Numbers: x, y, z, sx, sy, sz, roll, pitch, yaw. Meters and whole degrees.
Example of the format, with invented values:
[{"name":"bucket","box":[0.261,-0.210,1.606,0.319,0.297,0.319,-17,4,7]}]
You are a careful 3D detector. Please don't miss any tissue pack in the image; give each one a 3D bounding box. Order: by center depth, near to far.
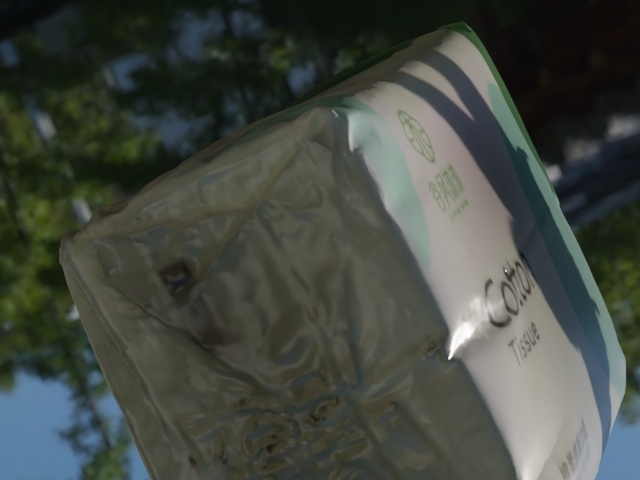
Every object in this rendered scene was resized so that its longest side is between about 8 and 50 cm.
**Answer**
[{"name":"tissue pack","box":[0.036,0.044,1.018,0.194,0.266,0.356,-23,-174,18]}]
